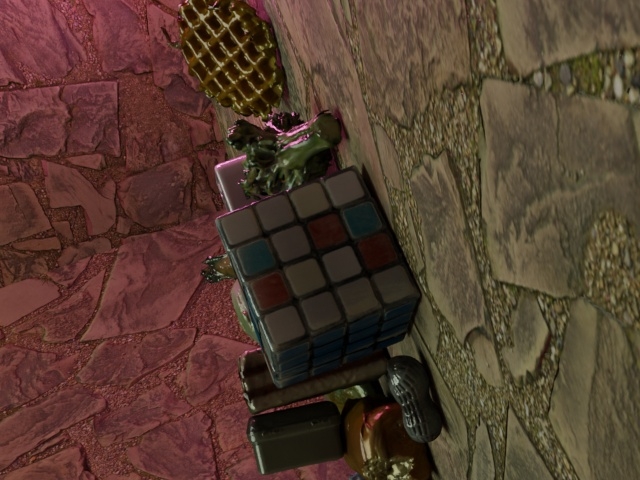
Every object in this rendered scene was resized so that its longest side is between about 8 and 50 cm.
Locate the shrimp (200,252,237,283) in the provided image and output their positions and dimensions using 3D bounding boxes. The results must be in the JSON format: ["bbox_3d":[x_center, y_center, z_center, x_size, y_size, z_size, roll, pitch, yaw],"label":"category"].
[{"bbox_3d":[-0.145,0.100,2.318,0.272,0.445,0.085,54,-133,-36],"label":"shrimp"}]

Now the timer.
[{"bbox_3d":[-0.146,-0.116,2.229,0.192,0.195,0.194,124,126,-81],"label":"timer"}]

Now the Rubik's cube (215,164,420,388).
[{"bbox_3d":[-0.005,0.067,1.478,0.256,0.258,0.253,89,158,-68],"label":"Rubik's cube"}]

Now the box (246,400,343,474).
[{"bbox_3d":[-0.055,0.433,1.936,0.148,0.210,0.129,124,136,-77],"label":"box"}]

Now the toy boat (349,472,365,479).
[{"bbox_3d":[0.123,0.607,2.427,0.145,0.133,0.332,78,169,-53],"label":"toy boat"}]

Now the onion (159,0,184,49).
[{"bbox_3d":[-0.249,-0.492,2.125,0.207,0.200,0.201,21,140,36],"label":"onion"}]

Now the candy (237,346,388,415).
[{"bbox_3d":[-0.022,0.273,1.903,0.179,0.320,0.135,89,164,-78],"label":"candy"}]

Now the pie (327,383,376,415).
[{"bbox_3d":[0.094,0.406,2.240,0.323,0.070,0.323,49,158,27],"label":"pie"}]

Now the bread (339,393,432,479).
[{"bbox_3d":[0.124,0.433,1.906,0.344,0.148,0.195,132,118,-82],"label":"bread"}]

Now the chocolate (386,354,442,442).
[{"bbox_3d":[0.163,0.273,1.518,0.072,0.072,0.167,-142,33,-76],"label":"chocolate"}]

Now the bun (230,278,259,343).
[{"bbox_3d":[-0.088,0.195,2.188,0.293,0.293,0.187,82,-160,-57],"label":"bun"}]

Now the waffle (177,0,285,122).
[{"bbox_3d":[-0.204,-0.408,1.926,0.325,0.068,0.302,26,142,30],"label":"waffle"}]

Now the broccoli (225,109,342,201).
[{"bbox_3d":[-0.067,-0.182,1.573,0.198,0.177,0.275,25,160,0],"label":"broccoli"}]
